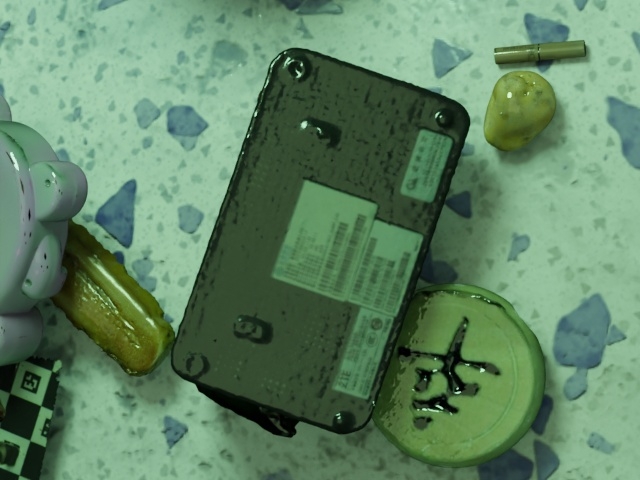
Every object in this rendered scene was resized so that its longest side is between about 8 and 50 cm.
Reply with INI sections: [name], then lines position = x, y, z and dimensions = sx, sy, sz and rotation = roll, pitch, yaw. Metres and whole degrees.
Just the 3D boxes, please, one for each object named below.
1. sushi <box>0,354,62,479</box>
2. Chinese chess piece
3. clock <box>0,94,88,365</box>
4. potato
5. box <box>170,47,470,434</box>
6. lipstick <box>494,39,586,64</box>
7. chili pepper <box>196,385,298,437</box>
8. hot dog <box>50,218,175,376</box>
[sushi]
position = -0.372, 0.217, 1.868
dimensions = 0.192, 0.040, 0.210
rotation = 9, 91, 20
[Chinese chess piece]
position = 0.135, 0.137, 1.737
dimensions = 0.188, 0.083, 0.189
rotation = -1, 86, 10
[clock]
position = -0.357, -0.014, 1.793
dimensions = 0.227, 0.090, 0.248
rotation = 41, 114, 25
[potato]
position = 0.202, -0.133, 1.754
dimensions = 0.068, 0.062, 0.083
rotation = 38, 117, 27
[box]
position = 0.000, 0.000, 1.688
dimensions = 0.211, 0.058, 0.350
rotation = 18, 86, -1
[lipstick]
position = 0.227, -0.195, 1.768
dimensions = 0.094, 0.019, 0.019
rotation = -5, 86, 12
[chili pepper]
position = -0.032, 0.061, 1.774
dimensions = 0.148, 0.116, 0.265
rotation = 18, 90, 24
[hot dog]
position = -0.263, 0.029, 1.838
dimensions = 0.289, 0.068, 0.083
rotation = 46, 103, 15
